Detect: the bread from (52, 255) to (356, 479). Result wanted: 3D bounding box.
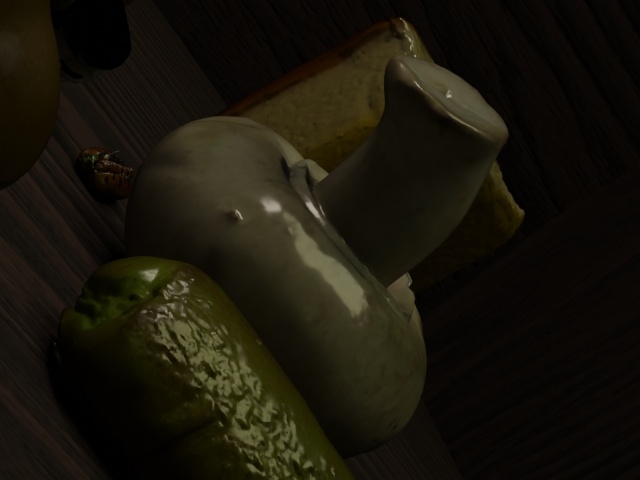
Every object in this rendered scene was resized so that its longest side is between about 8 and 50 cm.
[{"bbox_3d":[-0.031,0.174,1.175,0.383,0.112,0.166,57,4,-10],"label":"bread"}]

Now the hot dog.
[{"bbox_3d":[-0.189,-0.062,1.634,0.049,0.037,0.122,61,6,3],"label":"hot dog"}]

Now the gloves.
[{"bbox_3d":[-0.251,-0.213,1.646,0.212,0.111,0.127,15,-29,49],"label":"gloves"}]

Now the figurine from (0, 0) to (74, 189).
[{"bbox_3d":[-0.221,-0.151,0.875,0.342,0.167,0.285,-35,100,-44],"label":"figurine"}]

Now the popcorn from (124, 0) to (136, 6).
[{"bbox_3d":[-0.257,-0.340,1.925,0.216,0.181,0.235,56,-4,6],"label":"popcorn"}]

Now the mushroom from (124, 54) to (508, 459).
[{"bbox_3d":[-0.029,0.020,1.494,0.315,0.315,0.356,60,-26,30],"label":"mushroom"}]

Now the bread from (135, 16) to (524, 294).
[{"bbox_3d":[0.015,-0.041,1.850,0.143,0.333,0.323,65,6,34],"label":"bread"}]
